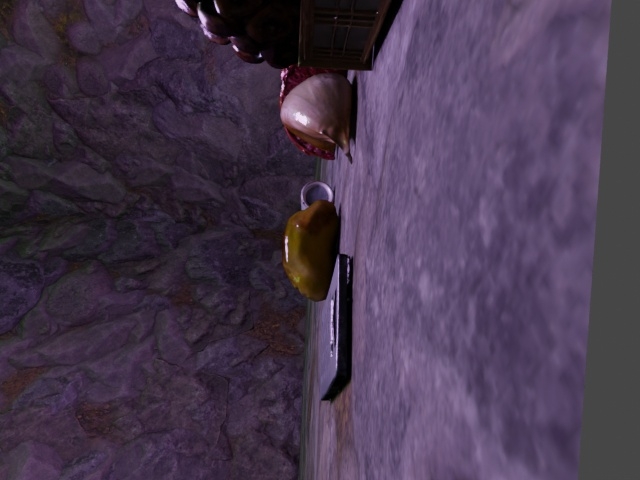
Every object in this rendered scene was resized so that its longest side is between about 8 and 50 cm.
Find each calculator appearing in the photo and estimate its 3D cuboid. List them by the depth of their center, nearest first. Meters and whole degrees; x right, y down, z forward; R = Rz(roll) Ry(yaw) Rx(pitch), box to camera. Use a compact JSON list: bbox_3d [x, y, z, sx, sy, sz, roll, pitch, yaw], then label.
[{"bbox_3d":[0.019,0.139,0.627,0.262,0.021,0.161,98,175,-62],"label":"calculator"}]

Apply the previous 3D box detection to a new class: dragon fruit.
[{"bbox_3d":[-0.017,-0.327,0.929,0.211,0.134,0.262,-84,0,-55],"label":"dragon fruit"}]

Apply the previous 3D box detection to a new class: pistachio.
[{"bbox_3d":[-0.020,0.017,0.777,0.110,0.100,0.189,118,155,-73],"label":"pistachio"}]

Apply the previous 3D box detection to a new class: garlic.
[{"bbox_3d":[-0.005,-0.204,0.689,0.207,0.115,0.128,-104,24,-72],"label":"garlic"}]

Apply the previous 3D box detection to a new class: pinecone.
[{"bbox_3d":[-0.073,-0.378,0.559,0.298,0.242,0.296,-69,-22,-6],"label":"pinecone"}]

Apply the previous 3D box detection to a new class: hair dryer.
[{"bbox_3d":[0.000,0.000,0.970,0.131,0.073,0.236,97,167,-71],"label":"hair dryer"}]

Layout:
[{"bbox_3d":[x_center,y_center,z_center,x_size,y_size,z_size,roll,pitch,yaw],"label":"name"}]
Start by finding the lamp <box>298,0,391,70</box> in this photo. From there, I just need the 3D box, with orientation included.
[{"bbox_3d":[0.025,-0.225,0.330,0.325,0.090,0.089,-106,20,-86],"label":"lamp"}]
